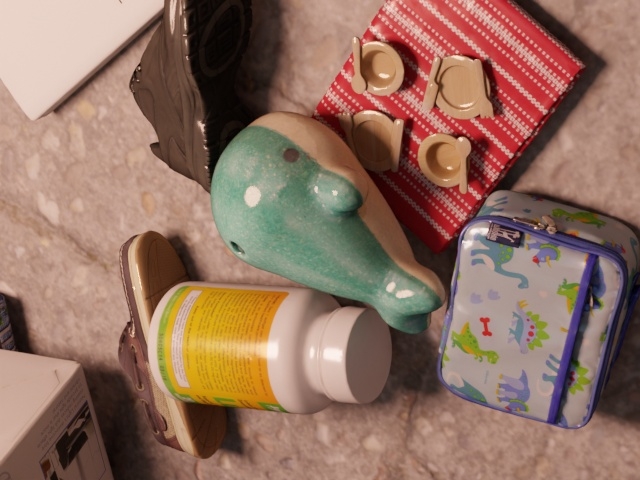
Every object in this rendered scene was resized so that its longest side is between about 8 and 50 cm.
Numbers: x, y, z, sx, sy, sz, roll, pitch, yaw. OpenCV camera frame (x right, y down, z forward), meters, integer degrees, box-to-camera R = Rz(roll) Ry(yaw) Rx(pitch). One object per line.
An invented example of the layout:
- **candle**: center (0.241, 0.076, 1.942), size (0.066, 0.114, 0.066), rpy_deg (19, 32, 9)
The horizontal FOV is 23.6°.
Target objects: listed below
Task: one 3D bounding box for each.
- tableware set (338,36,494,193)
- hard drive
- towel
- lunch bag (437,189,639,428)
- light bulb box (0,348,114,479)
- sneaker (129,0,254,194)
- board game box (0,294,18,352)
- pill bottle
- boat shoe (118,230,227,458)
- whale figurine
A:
- **tableware set**: center (0.090, -0.122, 1.493), size (0.168, 0.020, 0.141), rpy_deg (15, 118, 27)
- **hard drive**: center (-0.279, -0.290, 1.674), size (0.307, 0.040, 0.203), rpy_deg (-33, 92, 39)
- **towel**: center (0.114, -0.136, 1.503), size (0.199, 0.031, 0.275), rpy_deg (42, 127, 9)
- **lunch bag**: center (0.214, 0.069, 1.497), size (0.176, 0.090, 0.219), rpy_deg (19, 122, 14)
- **light bulb box**: center (-0.457, 0.329, 1.910), size (0.358, 0.225, 0.361), rpy_deg (7, 126, 24)
- **sneaker**: center (-0.144, -0.180, 1.591), size (0.130, 0.109, 0.286), rpy_deg (22, 128, 30)
- **board game box**: center (-0.462, 0.152, 1.989), size (0.194, 0.060, 0.194), rpy_deg (6, 117, 29)
- **pill bottle**: center (-0.053, 0.117, 1.661), size (0.245, 0.136, 0.136), rpy_deg (2, 113, 32)
- **boat shoe**: center (-0.190, 0.125, 1.778), size (0.092, 0.103, 0.285), rpy_deg (-3, 116, 28)
- **whale figurine**: center (0.000, 0.000, 1.539), size (0.272, 0.141, 0.216), rpy_deg (46, 159, 8)
